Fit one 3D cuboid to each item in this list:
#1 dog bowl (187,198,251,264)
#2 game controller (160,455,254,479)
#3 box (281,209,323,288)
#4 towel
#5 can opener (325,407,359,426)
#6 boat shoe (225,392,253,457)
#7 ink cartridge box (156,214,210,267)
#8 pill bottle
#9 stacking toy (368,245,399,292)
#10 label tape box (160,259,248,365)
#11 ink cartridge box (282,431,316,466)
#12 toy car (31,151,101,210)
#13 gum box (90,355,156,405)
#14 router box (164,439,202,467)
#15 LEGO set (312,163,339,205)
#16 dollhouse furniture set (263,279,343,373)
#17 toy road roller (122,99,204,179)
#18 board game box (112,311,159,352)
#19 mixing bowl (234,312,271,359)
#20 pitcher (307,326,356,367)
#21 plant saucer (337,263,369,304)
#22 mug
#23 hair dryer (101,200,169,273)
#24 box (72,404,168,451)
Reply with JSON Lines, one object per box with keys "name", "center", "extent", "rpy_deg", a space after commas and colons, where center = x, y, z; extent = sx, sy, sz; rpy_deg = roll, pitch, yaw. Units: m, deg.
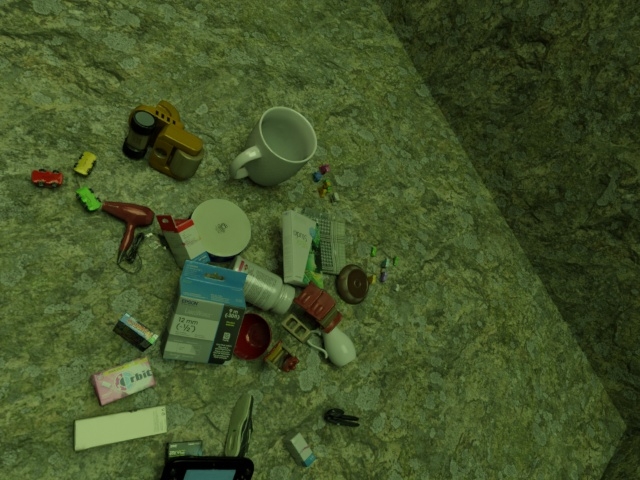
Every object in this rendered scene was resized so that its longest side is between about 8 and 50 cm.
{"name": "dog bowl", "center": [-0.432, -0.038, 1.847], "extent": [0.265, 0.104, 0.264], "rpy_deg": [12, 65, -28]}
{"name": "game controller", "center": [-0.390, 0.823, 1.504], "extent": [0.319, 0.067, 0.166], "rpy_deg": [16, 87, -28]}
{"name": "box", "center": [-0.077, 0.047, 1.946], "extent": [0.232, 0.058, 0.322], "rpy_deg": [23, 59, -54]}
{"name": "towel", "center": [0.000, 0.000, 2.129], "extent": [0.312, 0.056, 0.324], "rpy_deg": [12, 64, -27]}
{"name": "can opener", "center": [0.097, 0.765, 1.869], "extent": [0.186, 0.073, 0.059], "rpy_deg": [31, 49, -28]}
{"name": "boat shoe", "center": [-0.293, 0.700, 1.651], "extent": [0.079, 0.084, 0.233], "rpy_deg": [38, 49, -39]}
{"name": "ink cartridge box", "center": [-0.533, -0.007, 1.699], "extent": [0.078, 0.134, 0.231], "rpy_deg": [-36, 117, -39]}
{"name": "pill bottle", "center": [-0.259, 0.194, 1.821], "extent": [0.283, 0.160, 0.160], "rpy_deg": [30, 58, -18]}
{"name": "stacking toy", "center": [0.334, 0.151, 2.275], "extent": [0.167, 0.052, 0.221], "rpy_deg": [23, 59, -23]}
{"name": "label tape box", "center": [-0.421, 0.272, 1.629], "extent": [0.249, 0.115, 0.347], "rpy_deg": [16, 93, -25]}
{"name": "ink cartridge box", "center": [-0.085, 0.816, 1.713], "extent": [0.052, 0.088, 0.122], "rpy_deg": [-34, 90, -37]}
{"name": "toy car", "center": [-0.914, -0.200, 1.648], "extent": [0.239, 0.053, 0.225], "rpy_deg": [-37, 92, -36]}
{"name": "gum box", "center": [-0.679, 0.481, 1.501], "extent": [0.188, 0.062, 0.107], "rpy_deg": [-15, 78, -35]}
{"name": "router box", "center": [-0.476, 0.752, 1.529], "extent": [0.122, 0.038, 0.092], "rpy_deg": [9, 66, -29]}
{"name": "LEGO set", "center": [0.030, -0.296, 2.247], "extent": [0.087, 0.093, 0.227], "rpy_deg": [-12, 77, -35]}
{"name": "dollhouse furniture set", "center": [-0.088, 0.375, 1.828], "extent": [0.152, 0.201, 0.374], "rpy_deg": [36, 73, 27]}
{"name": "toy road roller", "center": [-0.636, -0.438, 1.835], "extent": [0.330, 0.202, 0.240], "rpy_deg": [29, 47, -17]}
{"name": "board game box", "center": [-0.639, 0.320, 1.507], "extent": [0.136, 0.201, 0.035], "rpy_deg": [41, 55, -11]}
{"name": "mixing bowl", "center": [-0.266, 0.381, 1.755], "extent": [0.098, 0.181, 0.181], "rpy_deg": [31, 41, -73]}
{"name": "pitcher", "center": [0.047, 0.463, 1.937], "extent": [0.178, 0.125, 0.207], "rpy_deg": [-27, 75, -17]}
{"name": "plant saucer", "center": [0.171, 0.212, 2.134], "extent": [0.199, 0.036, 0.198], "rpy_deg": [9, 75, -36]}
{"name": "mug", "center": [-0.246, -0.379, 1.965], "extent": [0.374, 0.328, 0.276], "rpy_deg": [-30, 88, -36]}
{"name": "hair dryer", "center": [-0.725, -0.042, 1.680], "extent": [0.293, 0.080, 0.223], "rpy_deg": [52, 52, -3]}
{"name": "box", "center": [-0.653, 0.610, 1.435], "extent": [0.275, 0.113, 0.094], "rpy_deg": [2, 69, -32]}
